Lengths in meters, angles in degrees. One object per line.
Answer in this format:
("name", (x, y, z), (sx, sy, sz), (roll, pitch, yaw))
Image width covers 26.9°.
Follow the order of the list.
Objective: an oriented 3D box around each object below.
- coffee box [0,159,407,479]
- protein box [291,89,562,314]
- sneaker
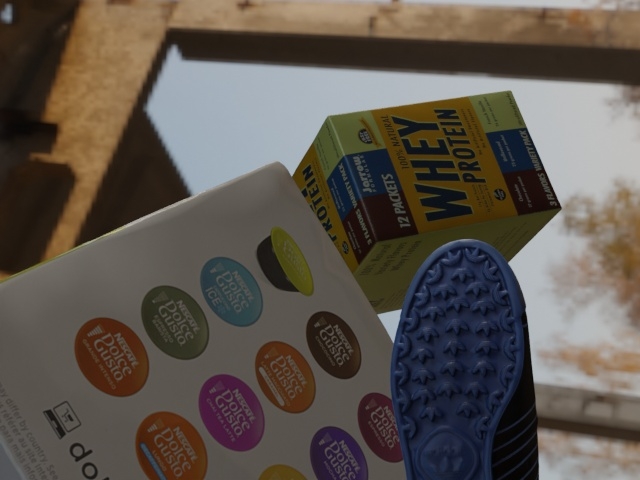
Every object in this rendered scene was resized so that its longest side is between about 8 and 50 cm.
("coffee box", (-0.137, 0.198, 0.933), (0.334, 0.338, 0.338), (-28, -94, -51))
("protein box", (0.087, -0.029, 1.312), (0.136, 0.201, 0.200), (70, 154, 20))
("sneaker", (0.090, 0.117, 0.797), (0.090, 0.081, 0.232), (12, -100, -73))
